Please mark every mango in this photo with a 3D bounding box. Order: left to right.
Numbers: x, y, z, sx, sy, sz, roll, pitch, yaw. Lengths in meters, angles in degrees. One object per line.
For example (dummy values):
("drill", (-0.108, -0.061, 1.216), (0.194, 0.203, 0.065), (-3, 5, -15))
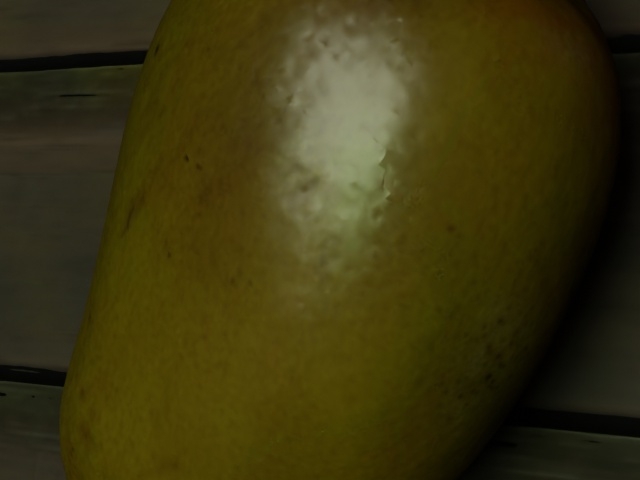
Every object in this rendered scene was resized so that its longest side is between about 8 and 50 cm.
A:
("mango", (0.000, 0.000, 0.663), (0.211, 0.173, 0.317), (35, 105, 33))
